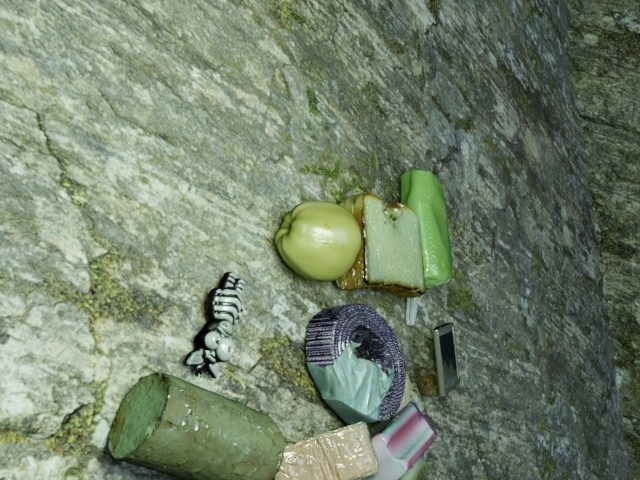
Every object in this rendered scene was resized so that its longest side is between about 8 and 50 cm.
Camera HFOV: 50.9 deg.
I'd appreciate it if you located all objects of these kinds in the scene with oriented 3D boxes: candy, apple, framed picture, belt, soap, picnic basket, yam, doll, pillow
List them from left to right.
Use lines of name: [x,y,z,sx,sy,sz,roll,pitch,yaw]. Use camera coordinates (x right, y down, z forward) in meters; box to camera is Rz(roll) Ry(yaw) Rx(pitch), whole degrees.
yam: [-0.217,0.349,1.203,0.304,0.167,0.168,37,56,-42]
doll: [-0.200,0.168,1.334,0.091,0.067,0.220,43,54,-43]
apple: [0.000,0.000,1.519,0.200,0.200,0.200,11,75,-50]
pillow: [0.008,0.481,1.450,0.232,0.043,0.126,-16,85,-11]
belt: [0.092,0.296,1.632,0.325,0.122,0.260,50,44,-32]
soap: [0.184,0.496,1.638,0.109,0.193,0.323,49,28,13]
candy: [0.289,-0.032,1.907,0.142,0.132,0.344,9,69,-33]
picnic basket: [0.307,0.395,1.916,0.072,0.072,0.083,-42,126,-46]
framed picture: [0.375,0.345,1.990,0.265,0.018,0.192,6,78,-69]

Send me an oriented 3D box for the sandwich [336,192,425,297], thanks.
sandwich: [0.154,0.012,1.712,0.273,0.095,0.249,12,73,-47]

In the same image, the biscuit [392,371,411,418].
biscuit: [0.203,0.407,1.827,0.152,0.020,0.152,12,75,-50]

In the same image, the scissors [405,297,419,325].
scissors: [0.268,0.146,1.947,0.101,0.027,0.205,29,62,-40]

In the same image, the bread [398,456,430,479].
bread: [0.224,0.684,1.725,0.267,0.040,0.267,-34,130,-52]
